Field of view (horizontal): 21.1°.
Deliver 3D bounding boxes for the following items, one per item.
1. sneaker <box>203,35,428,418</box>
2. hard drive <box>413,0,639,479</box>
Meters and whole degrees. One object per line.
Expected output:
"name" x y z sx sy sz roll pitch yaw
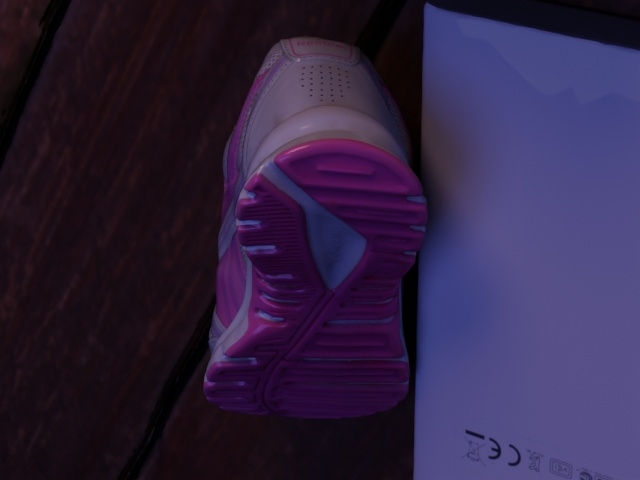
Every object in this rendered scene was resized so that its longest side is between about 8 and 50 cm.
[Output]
"sneaker" 0.000 0.000 0.829 0.103 0.111 0.252 6 143 -7
"hard drive" 0.137 0.052 0.785 0.203 0.040 0.308 16 121 29
